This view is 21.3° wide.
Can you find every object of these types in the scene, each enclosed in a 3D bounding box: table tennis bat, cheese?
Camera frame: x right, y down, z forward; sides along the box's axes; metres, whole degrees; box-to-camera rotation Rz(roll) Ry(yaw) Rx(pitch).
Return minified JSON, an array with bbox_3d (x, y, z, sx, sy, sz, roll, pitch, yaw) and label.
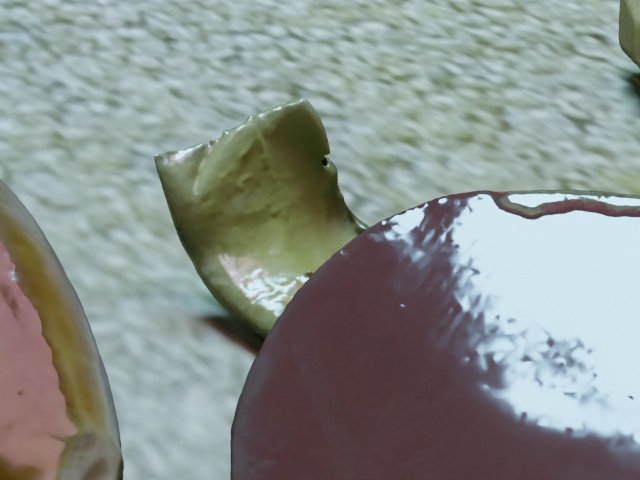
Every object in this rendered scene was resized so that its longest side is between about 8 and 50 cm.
[{"bbox_3d":[0.091,0.045,0.351,0.234,0.022,0.131,9,54,24],"label":"table tennis bat"},{"bbox_3d":[-0.001,0.000,0.449,0.084,0.041,0.060,41,49,15],"label":"cheese"}]

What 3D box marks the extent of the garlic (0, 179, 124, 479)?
[{"bbox_3d":[-0.141,0.031,0.334,0.198,0.090,0.129,1,44,-17],"label":"garlic"}]

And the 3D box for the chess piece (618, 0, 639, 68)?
[{"bbox_3d":[0.206,-0.066,0.573,0.200,0.090,0.090,-2,32,-1],"label":"chess piece"}]
